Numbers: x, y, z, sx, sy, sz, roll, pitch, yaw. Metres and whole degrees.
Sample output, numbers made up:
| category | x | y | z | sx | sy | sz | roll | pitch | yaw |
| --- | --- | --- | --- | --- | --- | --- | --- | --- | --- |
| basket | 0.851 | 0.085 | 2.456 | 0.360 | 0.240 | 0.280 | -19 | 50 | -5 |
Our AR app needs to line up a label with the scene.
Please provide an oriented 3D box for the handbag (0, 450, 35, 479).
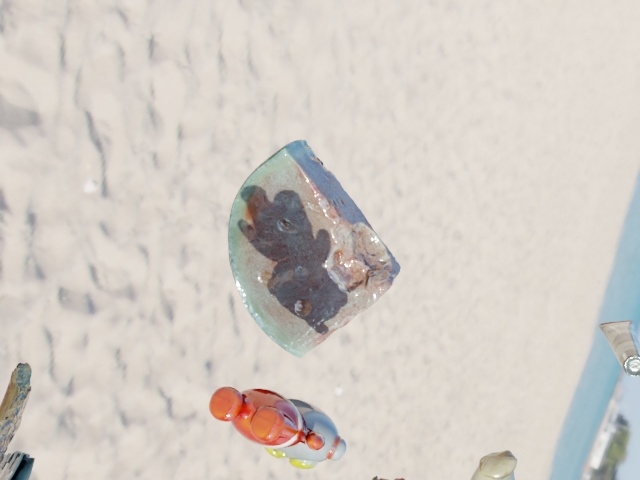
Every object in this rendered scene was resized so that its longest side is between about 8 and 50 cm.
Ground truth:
| category | x | y | z | sx | sy | sz | roll | pitch | yaw |
| --- | --- | --- | --- | --- | --- | --- | --- | --- | --- |
| handbag | -0.655 | 0.508 | 2.107 | 0.221 | 0.057 | 0.144 | -26 | -141 | 60 |

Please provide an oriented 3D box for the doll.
| category | x | y | z | sx | sy | sz | roll | pitch | yaw |
| --- | --- | --- | --- | --- | --- | --- | --- | --- | --- |
| doll | -0.042 | 0.214 | 1.168 | 0.076 | 0.142 | 0.245 | -64 | 156 | -10 |

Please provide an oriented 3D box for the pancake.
| category | x | y | z | sx | sy | sz | roll | pitch | yaw |
| --- | --- | --- | --- | --- | --- | --- | --- | --- | --- |
| pancake | -0.592 | 0.367 | 1.825 | 0.257 | 0.056 | 0.212 | -73 | -171 | -62 |

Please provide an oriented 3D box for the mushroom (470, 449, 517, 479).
| category | x | y | z | sx | sy | sz | roll | pitch | yaw |
| --- | --- | --- | --- | --- | --- | --- | --- | --- | --- |
| mushroom | 0.317 | 0.537 | 2.035 | 0.097 | 0.109 | 0.351 | -113 | -149 | -45 |

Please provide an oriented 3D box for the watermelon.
| category | x | y | z | sx | sy | sz | roll | pitch | yaw |
| --- | --- | --- | --- | --- | --- | --- | --- | --- | --- |
| watermelon | 0.000 | 0.000 | 1.429 | 0.148 | 0.226 | 0.318 | -49 | 141 | -57 |

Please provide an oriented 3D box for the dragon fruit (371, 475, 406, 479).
| category | x | y | z | sx | sy | sz | roll | pitch | yaw |
| --- | --- | --- | --- | --- | --- | --- | --- | --- | --- |
| dragon fruit | 0.113 | 0.592 | 1.871 | 0.237 | 0.231 | 0.302 | -20 | -140 | 57 |

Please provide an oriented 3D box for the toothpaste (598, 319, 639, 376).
| category | x | y | z | sx | sy | sz | roll | pitch | yaw |
| --- | --- | --- | --- | --- | --- | --- | --- | --- | --- |
| toothpaste | 0.497 | 0.169 | 1.656 | 0.239 | 0.062 | 0.039 | -50 | 133 | -76 |
